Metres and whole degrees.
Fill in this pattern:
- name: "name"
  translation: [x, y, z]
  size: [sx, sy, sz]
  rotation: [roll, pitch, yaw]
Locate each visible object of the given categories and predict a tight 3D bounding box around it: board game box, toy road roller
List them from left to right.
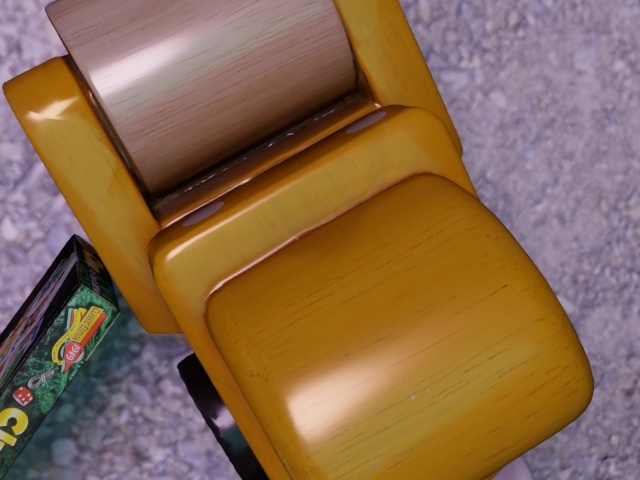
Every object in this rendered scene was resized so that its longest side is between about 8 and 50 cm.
- name: "board game box"
  translation: [-0.197, 0.120, 0.510]
  size: [0.030, 0.136, 0.259]
  rotation: [35, 91, -22]
- name: "toy road roller"
  translation: [0.000, 0.000, 0.484]
  size: [0.203, 0.240, 0.329]
  rotation: [-30, 107, -8]

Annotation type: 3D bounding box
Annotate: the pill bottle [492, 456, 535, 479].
- name: "pill bottle"
  translation: [0.112, 0.265, 0.620]
  size: [0.136, 0.136, 0.245]
  rotation: [-27, 106, -9]
